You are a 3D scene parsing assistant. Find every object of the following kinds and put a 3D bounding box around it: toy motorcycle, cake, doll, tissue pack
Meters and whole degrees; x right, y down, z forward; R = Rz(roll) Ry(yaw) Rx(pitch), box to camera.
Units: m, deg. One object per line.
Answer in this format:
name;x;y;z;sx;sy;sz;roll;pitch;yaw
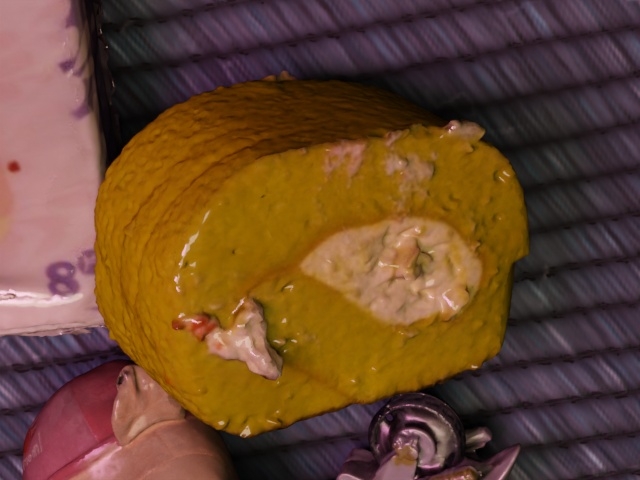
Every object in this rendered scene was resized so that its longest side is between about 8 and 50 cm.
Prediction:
toy motorcycle;0.069;0.214;1.364;0.152;0.073;0.225;28;117;2
cake;0.000;0.000;1.220;0.260;0.156;0.179;-16;121;-26
doll;-0.097;0.202;1.312;0.256;0.152;0.196;46;117;8
tissue pack;-0.248;-0.103;1.228;0.242;0.125;0.344;-4;117;2
